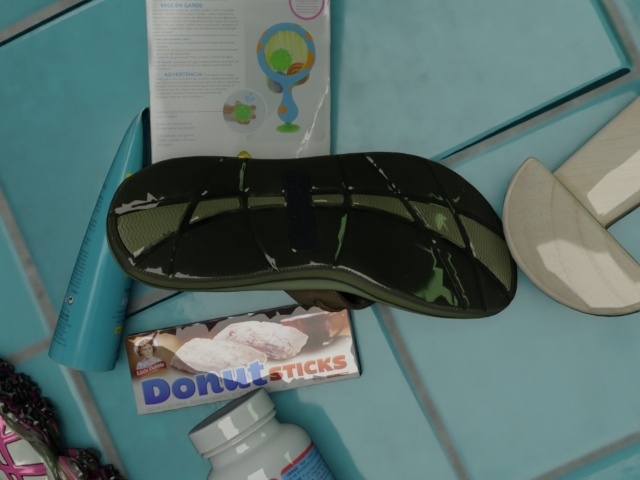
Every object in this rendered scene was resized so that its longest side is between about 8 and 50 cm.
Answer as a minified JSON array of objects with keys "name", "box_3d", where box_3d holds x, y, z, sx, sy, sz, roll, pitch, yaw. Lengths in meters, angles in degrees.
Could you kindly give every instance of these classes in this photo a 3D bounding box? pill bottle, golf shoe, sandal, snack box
[{"name":"pill bottle","box_3d":[-0.029,0.193,0.686,0.087,0.087,0.160,-31,90,6]},{"name":"golf shoe","box_3d":[-0.237,0.169,0.727,0.086,0.067,0.186,-44,85,6]},{"name":"sandal","box_3d":[-0.001,-0.001,0.682,0.303,0.086,0.120,6,66,-10]},{"name":"snack box","box_3d":[-0.061,0.090,0.729,0.178,0.022,0.064,-11,90,6]}]

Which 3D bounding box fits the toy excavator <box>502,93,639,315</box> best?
[{"name":"toy excavator","box_3d":[0.395,-0.095,0.607,0.445,0.222,0.432,23,92,21]}]

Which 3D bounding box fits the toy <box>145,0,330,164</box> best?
[{"name":"toy","box_3d":[-0.064,-0.131,0.709,0.137,0.056,0.237,-3,97,-14]}]

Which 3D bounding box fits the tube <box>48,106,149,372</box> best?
[{"name":"tube","box_3d":[-0.161,-0.003,0.721,0.052,0.080,0.207,13,95,-15]}]
